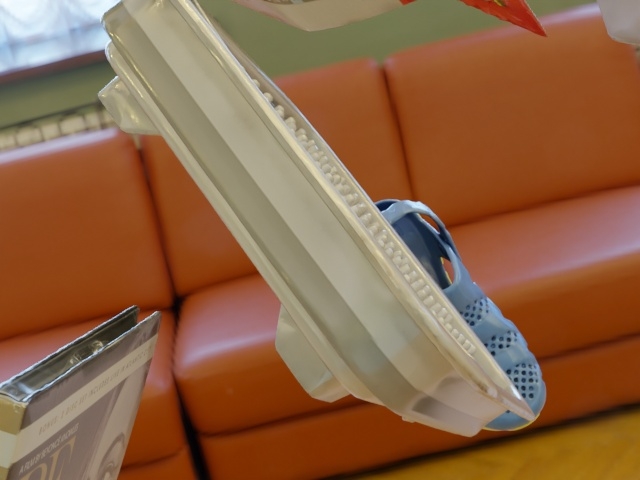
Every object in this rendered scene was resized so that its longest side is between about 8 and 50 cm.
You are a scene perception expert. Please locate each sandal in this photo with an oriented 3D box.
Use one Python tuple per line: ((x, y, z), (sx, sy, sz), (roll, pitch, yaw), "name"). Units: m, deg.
((0.135, 0.075, 1.332), (0.126, 0.317, 0.138), (-35, -15, -10), "sandal")

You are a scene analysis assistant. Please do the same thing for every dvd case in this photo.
((-0.120, 0.145, 0.484), (0.018, 0.221, 0.164), (17, 9, 6), "dvd case")

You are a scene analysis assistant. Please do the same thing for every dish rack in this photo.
((0.000, 0.000, 0.682), (0.072, 0.285, 0.333), (-39, -19, 5), "dish rack")

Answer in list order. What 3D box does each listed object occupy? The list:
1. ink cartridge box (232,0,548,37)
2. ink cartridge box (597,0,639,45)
((-0.040, -0.265, 0.950), (0.385, 0.308, 0.091), (32, 85, 43), "ink cartridge box")
((0.382, -0.353, 0.929), (0.384, 0.279, 0.160), (-25, 15, -4), "ink cartridge box")
